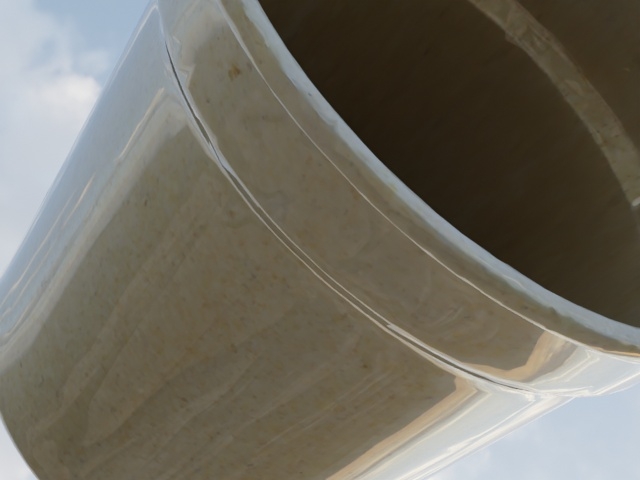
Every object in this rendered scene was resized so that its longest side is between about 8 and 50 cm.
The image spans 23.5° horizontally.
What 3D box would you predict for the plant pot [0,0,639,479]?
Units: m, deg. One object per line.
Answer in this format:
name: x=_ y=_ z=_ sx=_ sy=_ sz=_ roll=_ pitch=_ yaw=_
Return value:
plant pot: x=0.000 y=0.000 z=0.748 sx=0.334 sy=0.334 sz=0.305 roll=41 pitch=-55 yaw=-4
